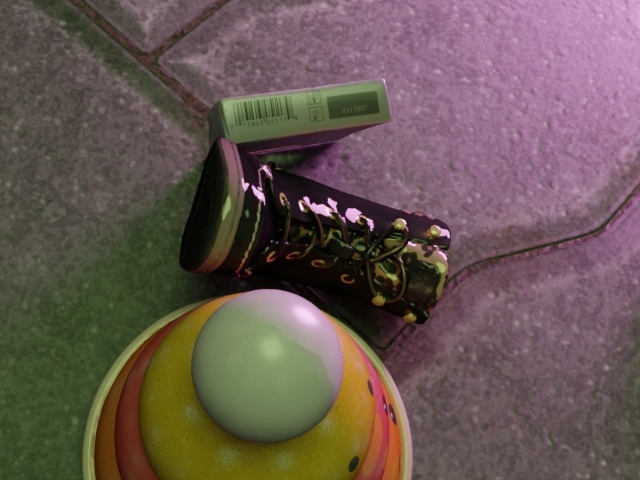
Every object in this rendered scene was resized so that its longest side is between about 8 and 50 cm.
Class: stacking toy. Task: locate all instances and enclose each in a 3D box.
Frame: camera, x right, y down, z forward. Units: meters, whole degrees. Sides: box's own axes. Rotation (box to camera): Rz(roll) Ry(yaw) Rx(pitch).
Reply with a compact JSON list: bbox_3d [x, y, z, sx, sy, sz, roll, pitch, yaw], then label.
[{"bbox_3d":[-0.059,0.165,1.027,0.350,0.480,0.351,2,72,-5],"label":"stacking toy"}]

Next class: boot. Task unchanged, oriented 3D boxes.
[{"bbox_3d":[0.000,0.000,1.219,0.284,0.377,0.138,17,89,-6],"label":"boot"}]

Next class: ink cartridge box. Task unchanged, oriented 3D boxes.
[{"bbox_3d":[-0.040,-0.139,1.331,0.189,0.232,0.066,-10,96,-13],"label":"ink cartridge box"}]
